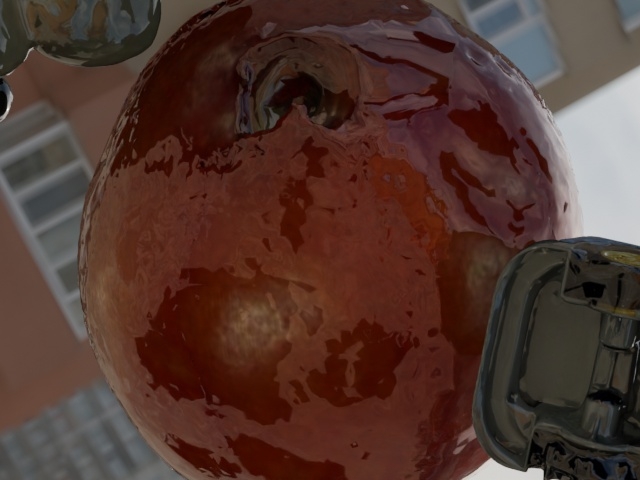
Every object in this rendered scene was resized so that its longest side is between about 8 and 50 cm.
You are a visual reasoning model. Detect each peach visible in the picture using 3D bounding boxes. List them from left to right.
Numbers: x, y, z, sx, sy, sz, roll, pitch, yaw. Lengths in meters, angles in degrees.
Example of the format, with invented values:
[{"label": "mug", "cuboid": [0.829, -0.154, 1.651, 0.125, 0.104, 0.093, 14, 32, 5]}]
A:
[{"label": "peach", "cuboid": [0.000, 0.000, 0.900, 0.281, 0.238, 0.281, 44, -27, 29]}]

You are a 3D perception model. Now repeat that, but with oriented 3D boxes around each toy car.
[{"label": "toy car", "cuboid": [0.166, 0.058, 0.762, 0.100, 0.191, 0.097, -27, 129, -72]}]

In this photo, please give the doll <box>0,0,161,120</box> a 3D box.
[{"label": "doll", "cuboid": [-0.183, -0.244, 0.883, 0.382, 0.252, 0.379, -159, -105, -64]}]
